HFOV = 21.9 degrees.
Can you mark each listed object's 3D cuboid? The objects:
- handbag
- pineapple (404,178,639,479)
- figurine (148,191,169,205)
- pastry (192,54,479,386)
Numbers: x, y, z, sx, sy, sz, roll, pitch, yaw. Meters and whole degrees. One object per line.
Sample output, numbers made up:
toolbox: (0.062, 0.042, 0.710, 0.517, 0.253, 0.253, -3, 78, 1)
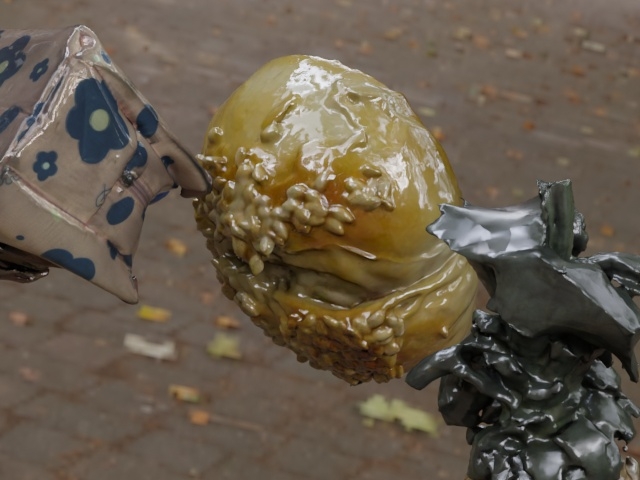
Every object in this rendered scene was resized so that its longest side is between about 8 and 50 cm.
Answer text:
handbag: (-0.227, -0.056, 1.349, 0.193, 0.190, 0.251, 39, -19, -35)
pineapple: (0.101, 0.084, 0.734, 0.119, 0.237, 0.111, -5, 24, 9)
figurine: (-0.202, -0.044, 1.665, 0.079, 0.136, 0.077, 38, -25, -16)
pastry: (0.000, 0.000, 1.443, 0.184, 0.316, 0.284, -39, 47, -24)
